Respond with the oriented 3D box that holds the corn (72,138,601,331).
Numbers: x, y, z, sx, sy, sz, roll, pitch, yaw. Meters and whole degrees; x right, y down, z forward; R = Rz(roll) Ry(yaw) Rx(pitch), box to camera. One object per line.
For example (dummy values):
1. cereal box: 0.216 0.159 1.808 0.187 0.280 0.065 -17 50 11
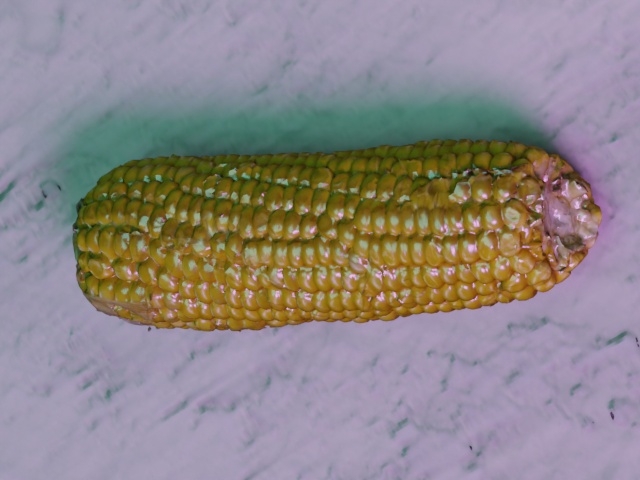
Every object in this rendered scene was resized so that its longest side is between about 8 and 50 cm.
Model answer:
1. corn: 0.000 0.000 1.039 0.293 0.106 0.106 -3 99 27
